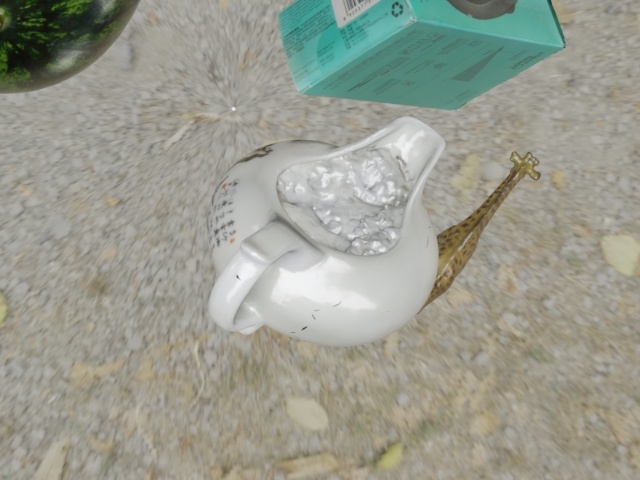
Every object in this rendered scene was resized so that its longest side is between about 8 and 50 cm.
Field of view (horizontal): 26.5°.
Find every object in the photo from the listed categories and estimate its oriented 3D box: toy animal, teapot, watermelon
[{"bbox_3d":[0.169,0.002,1.680,0.054,0.149,0.275,40,108,-1],"label":"toy animal"},{"bbox_3d":[0.000,0.000,1.179,0.208,0.299,0.166,46,124,4],"label":"teapot"},{"bbox_3d":[-0.256,-0.249,1.079,0.269,0.269,0.269,0,96,-4],"label":"watermelon"}]

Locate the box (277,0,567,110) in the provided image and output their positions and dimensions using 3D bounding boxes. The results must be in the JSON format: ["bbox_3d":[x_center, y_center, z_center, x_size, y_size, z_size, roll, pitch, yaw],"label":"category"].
[{"bbox_3d":[0.128,-0.260,1.680,0.311,0.205,0.118,0,71,-45],"label":"box"}]
